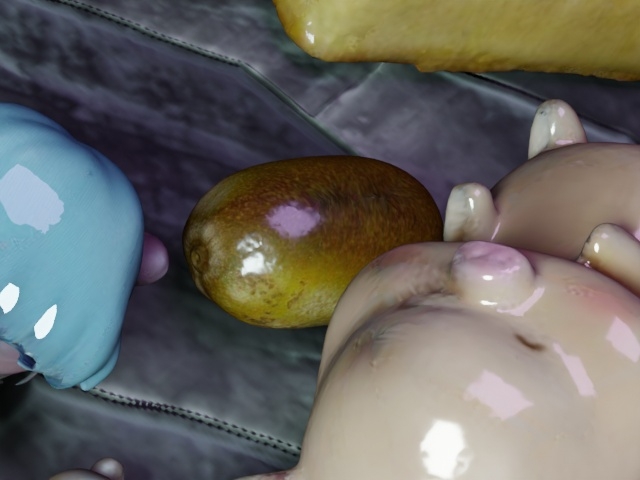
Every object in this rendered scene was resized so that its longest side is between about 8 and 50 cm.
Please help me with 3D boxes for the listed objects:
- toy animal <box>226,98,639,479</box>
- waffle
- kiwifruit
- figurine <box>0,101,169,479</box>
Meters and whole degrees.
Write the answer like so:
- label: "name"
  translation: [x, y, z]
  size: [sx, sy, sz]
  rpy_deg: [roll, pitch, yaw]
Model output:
- label: "toy animal"
  translation: [0.084, 0.054, 0.787]
  size: [0.250, 0.166, 0.154]
  rpy_deg: [-39, 117, -43]
- label: "waffle"
  translation: [0.102, -0.211, 1.108]
  size: [0.348, 0.077, 0.304]
  rpy_deg: [1, 51, -31]
- label: "kiwifruit"
  translation: [0.000, 0.000, 0.845]
  size: [0.124, 0.075, 0.075]
  rpy_deg: [-2, 52, -38]
- label: "figurine"
  translation: [-0.129, 0.065, 0.679]
  size: [0.205, 0.103, 0.260]
  rpy_deg: [31, 51, 1]
